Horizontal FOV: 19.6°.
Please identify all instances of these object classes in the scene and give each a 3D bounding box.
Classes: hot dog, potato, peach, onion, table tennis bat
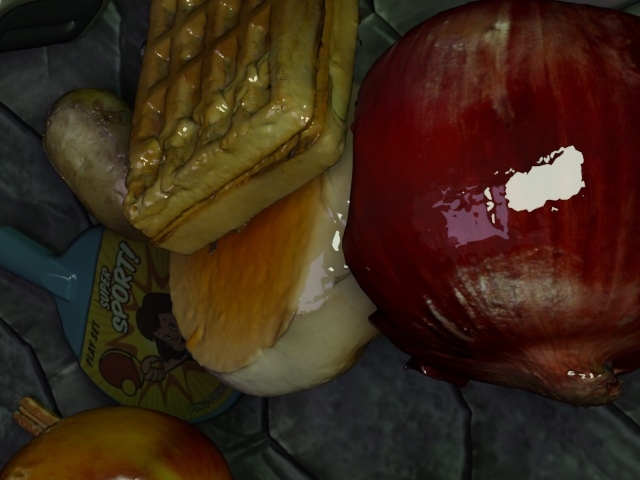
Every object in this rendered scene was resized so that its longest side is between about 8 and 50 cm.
[{"bbox_3d":[-0.301,0.201,2.028,0.083,0.021,0.037,34,101,22],"label":"hot dog"},{"bbox_3d":[-0.208,-0.078,1.831,0.170,0.080,0.107,50,129,19],"label":"potato"},{"bbox_3d":[-0.216,0.287,1.866,0.281,0.281,0.238,-3,61,34],"label":"peach"},{"bbox_3d":[0.191,-0.040,1.443,0.341,0.341,0.341,11,112,30],"label":"onion"},{"bbox_3d":[-0.207,0.068,1.910,0.329,0.044,0.215,25,119,22],"label":"table tennis bat"}]

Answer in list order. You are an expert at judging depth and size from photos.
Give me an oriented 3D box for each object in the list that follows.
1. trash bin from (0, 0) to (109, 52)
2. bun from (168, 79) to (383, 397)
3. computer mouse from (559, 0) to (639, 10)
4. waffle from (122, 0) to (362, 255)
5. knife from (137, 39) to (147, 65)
[{"bbox_3d":[-0.305,-0.323,1.739,0.182,0.209,0.290,3,102,34],"label":"trash bin"},{"bbox_3d":[0.000,0.000,1.648,0.299,0.165,0.299,-29,55,52],"label":"bun"},{"bbox_3d":[0.242,-0.241,1.475,0.232,0.057,0.120,-23,124,33],"label":"computer mouse"},{"bbox_3d":[-0.062,-0.164,1.576,0.098,0.327,0.224,32,135,-28],"label":"waffle"},{"bbox_3d":[-0.136,-0.091,1.817,0.046,0.021,0.222,-17,101,37],"label":"knife"}]
